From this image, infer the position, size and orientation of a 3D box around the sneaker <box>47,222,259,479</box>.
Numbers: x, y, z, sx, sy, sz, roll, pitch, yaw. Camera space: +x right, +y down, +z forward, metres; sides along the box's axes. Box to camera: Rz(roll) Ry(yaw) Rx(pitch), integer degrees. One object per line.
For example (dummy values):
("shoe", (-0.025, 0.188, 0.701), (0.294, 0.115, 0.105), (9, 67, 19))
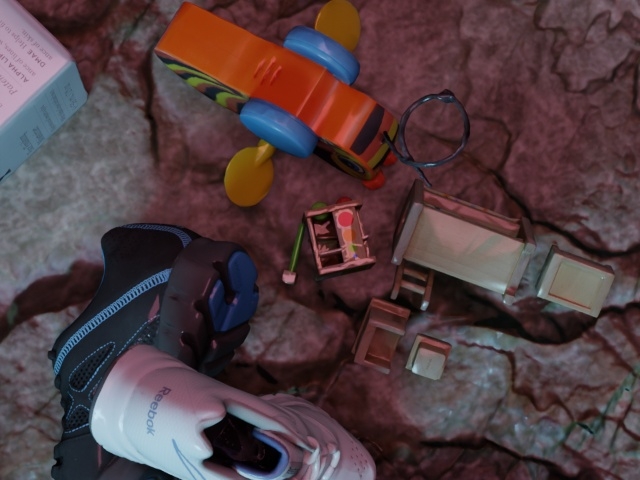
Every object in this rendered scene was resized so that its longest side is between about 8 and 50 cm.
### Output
("sneaker", (-0.170, 0.149, 1.222), (0.140, 0.125, 0.341), (19, 83, 27))

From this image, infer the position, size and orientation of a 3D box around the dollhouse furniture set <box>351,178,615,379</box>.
("dollhouse furniture set", (0.140, 0.057, 1.270), (0.182, 0.101, 0.161), (20, 106, -2))

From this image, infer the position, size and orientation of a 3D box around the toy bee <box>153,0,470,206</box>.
("toy bee", (-0.003, -0.098, 1.250), (0.195, 0.162, 0.298), (-40, 62, 0))

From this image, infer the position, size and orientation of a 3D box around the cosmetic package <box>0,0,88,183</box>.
("cosmetic package", (-0.318, -0.125, 1.214), (0.151, 0.151, 0.183), (44, 82, 2))

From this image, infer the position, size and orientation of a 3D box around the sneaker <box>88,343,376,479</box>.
("sneaker", (-0.047, 0.175, 1.144), (0.129, 0.297, 0.111), (18, 85, 43))

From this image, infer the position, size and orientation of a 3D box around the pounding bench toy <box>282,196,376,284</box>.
("pounding bench toy", (0.000, 0.000, 1.269), (0.083, 0.052, 0.065), (-13, 83, -6))
